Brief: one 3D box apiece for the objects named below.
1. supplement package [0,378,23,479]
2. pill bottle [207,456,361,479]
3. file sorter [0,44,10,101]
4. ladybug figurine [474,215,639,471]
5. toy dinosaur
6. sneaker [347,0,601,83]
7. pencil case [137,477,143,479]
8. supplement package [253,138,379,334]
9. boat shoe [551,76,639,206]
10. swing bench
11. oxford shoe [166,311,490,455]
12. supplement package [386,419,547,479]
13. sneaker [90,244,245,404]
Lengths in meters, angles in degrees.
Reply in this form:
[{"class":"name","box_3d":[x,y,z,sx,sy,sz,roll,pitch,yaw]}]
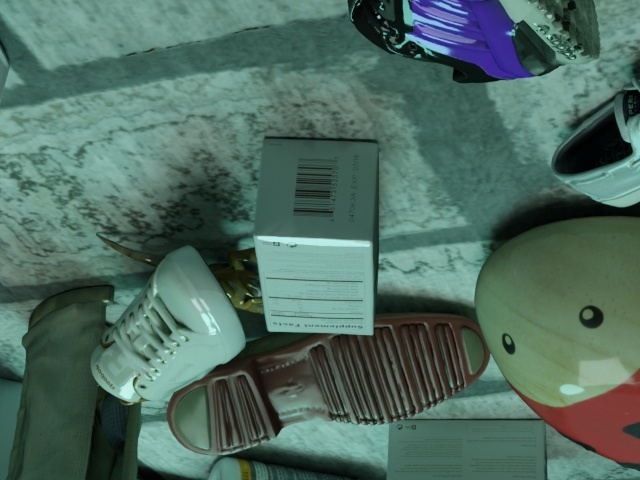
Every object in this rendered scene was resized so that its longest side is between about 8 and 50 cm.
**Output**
[{"class":"supplement package","box_3d":[-0.490,0.260,1.712,0.262,0.204,0.145,13,127,-16]},{"class":"pill bottle","box_3d":[-0.016,0.388,1.957,0.278,0.162,0.162,12,149,-13]},{"class":"file sorter","box_3d":[-0.363,-0.075,1.076,0.173,0.277,0.193,1,150,10]},{"class":"ladybug figurine","box_3d":[0.344,0.125,1.453,0.449,0.162,0.305,25,144,-33]},{"class":"toy dinosaur","box_3d":[-0.109,0.039,1.458,0.211,0.064,0.112,26,145,-33]},{"class":"sneaker","box_3d":[0.070,-0.188,0.998,0.146,0.102,0.293,-15,146,30]},{"class":"pencil case","box_3d":[-0.213,0.397,2.040,0.284,0.124,0.124,17,148,-24]},{"class":"supplement package","box_3d":[0.000,0.000,1.333,0.105,0.105,0.179,2,151,3]},{"class":"boat shoe","box_3d":[0.267,-0.091,1.167,0.081,0.079,0.227,13,152,-24]},{"class":"swing bench","box_3d":[-0.246,0.224,1.605,0.165,0.253,0.254,-11,146,25]},{"class":"oxford shoe","box_3d":[0.007,0.129,1.585,0.348,0.130,0.123,-11,108,3]},{"class":"supplement package","box_3d":[0.183,0.341,1.809,0.194,0.203,0.149,-1,150,10]},{"class":"sneaker","box_3d":[-0.151,0.101,1.395,0.123,0.106,0.290,-31,166,-20]}]
